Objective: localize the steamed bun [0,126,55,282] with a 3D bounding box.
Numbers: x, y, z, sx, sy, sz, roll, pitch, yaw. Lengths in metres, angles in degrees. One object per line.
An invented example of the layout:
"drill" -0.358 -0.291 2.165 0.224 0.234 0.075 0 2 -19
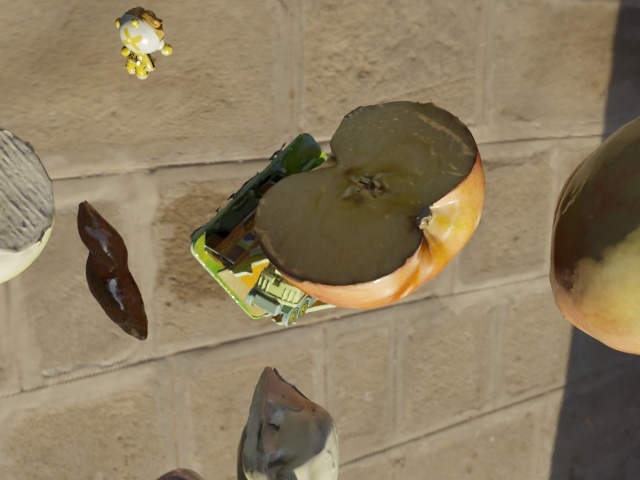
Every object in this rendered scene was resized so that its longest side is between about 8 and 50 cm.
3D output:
"steamed bun" -0.637 -0.053 1.357 0.309 0.309 0.309 -7 103 -35

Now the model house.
"model house" 0.000 0.000 1.436 0.357 0.313 0.242 -45 124 -14

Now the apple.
"apple" 0.079 -0.021 0.998 0.293 0.251 0.163 -45 138 -13

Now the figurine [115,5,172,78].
"figurine" -0.310 -0.335 1.333 0.101 0.143 0.068 44 55 -18

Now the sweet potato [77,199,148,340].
"sweet potato" -0.251 0.045 0.945 0.058 0.055 0.202 -22 128 -15

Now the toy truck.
"toy truck" -0.031 0.047 1.111 0.169 0.077 0.100 -28 141 -58

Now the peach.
"peach" 0.370 -0.006 0.801 0.247 0.292 0.292 40 70 8

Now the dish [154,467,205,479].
"dish" -0.179 0.356 0.899 0.212 0.077 0.151 -39 93 11

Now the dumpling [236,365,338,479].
"dumpling" -0.034 0.231 0.803 0.118 0.136 0.199 -21 93 7
